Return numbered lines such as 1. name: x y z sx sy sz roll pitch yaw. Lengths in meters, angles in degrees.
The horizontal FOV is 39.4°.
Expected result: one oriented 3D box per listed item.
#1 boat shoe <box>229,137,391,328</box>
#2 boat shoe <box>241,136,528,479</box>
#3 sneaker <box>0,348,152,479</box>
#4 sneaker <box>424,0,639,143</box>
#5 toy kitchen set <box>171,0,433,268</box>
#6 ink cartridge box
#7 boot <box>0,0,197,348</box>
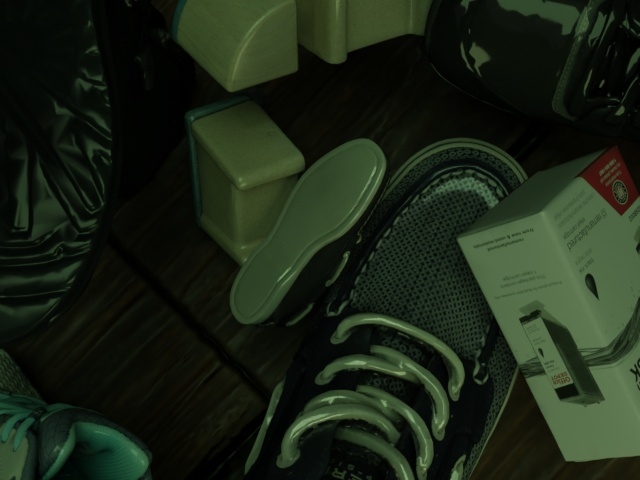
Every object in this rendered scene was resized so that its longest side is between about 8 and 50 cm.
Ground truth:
1. boat shoe: 0.000 0.000 0.485 0.125 0.038 0.046 -54 49 17
2. boat shoe: 0.036 0.092 0.459 0.127 0.158 0.341 19 83 7
3. sneaker: -0.131 0.121 0.439 0.283 0.110 0.122 44 116 44
4. sneaker: 0.197 -0.086 0.446 0.283 0.124 0.107 8 113 -12
5. toy kitchen set: 0.011 -0.106 0.534 0.207 0.166 0.122 -22 46 -24
6. ink cartridge box: 0.144 0.032 0.471 0.099 0.056 0.135 -35 100 -44
7. boot: -0.125 -0.056 0.469 0.094 0.207 0.247 -3 76 4
